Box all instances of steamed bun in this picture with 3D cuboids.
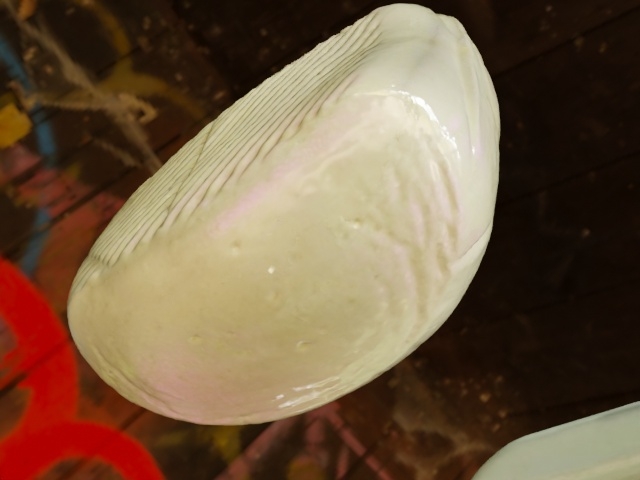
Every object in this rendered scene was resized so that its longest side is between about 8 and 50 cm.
[{"bbox_3d":[0.000,0.000,0.681,0.239,0.170,0.152,-31,-70,24],"label":"steamed bun"}]

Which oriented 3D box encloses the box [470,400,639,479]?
[{"bbox_3d":[0.231,0.154,0.537,0.312,0.175,0.182,-22,-37,29],"label":"box"}]
